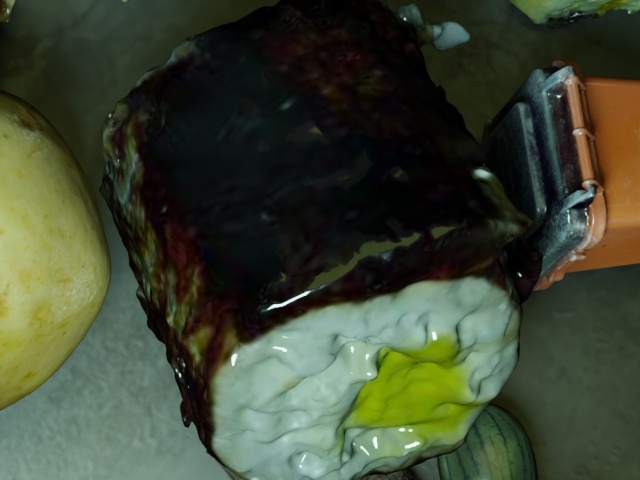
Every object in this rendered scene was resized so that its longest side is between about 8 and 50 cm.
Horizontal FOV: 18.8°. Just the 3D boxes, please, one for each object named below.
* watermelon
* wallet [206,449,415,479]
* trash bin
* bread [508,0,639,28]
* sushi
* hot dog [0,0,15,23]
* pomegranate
[{"bbox_3d":[0.133,0.183,1.529,0.078,0.078,0.111,-7,74,-9],"label":"watermelon"},{"bbox_3d":[0.025,0.217,1.521,0.124,0.042,0.230,-36,79,-20],"label":"wallet"},{"bbox_3d":[0.269,-0.060,1.581,0.238,0.184,0.161,-3,71,-14],"label":"trash bin"},{"bbox_3d":[0.331,-0.365,1.651,0.395,0.264,0.239,-28,80,-17],"label":"bread"},{"bbox_3d":[-0.002,-0.002,1.440,0.281,0.299,0.294,-5,54,-25],"label":"sushi"},{"bbox_3d":[-0.420,-0.231,1.592,0.337,0.100,0.135,17,70,-1],"label":"hot dog"},{"bbox_3d":[-0.294,0.004,1.436,0.307,0.307,0.307,2,71,-6],"label":"pomegranate"}]
